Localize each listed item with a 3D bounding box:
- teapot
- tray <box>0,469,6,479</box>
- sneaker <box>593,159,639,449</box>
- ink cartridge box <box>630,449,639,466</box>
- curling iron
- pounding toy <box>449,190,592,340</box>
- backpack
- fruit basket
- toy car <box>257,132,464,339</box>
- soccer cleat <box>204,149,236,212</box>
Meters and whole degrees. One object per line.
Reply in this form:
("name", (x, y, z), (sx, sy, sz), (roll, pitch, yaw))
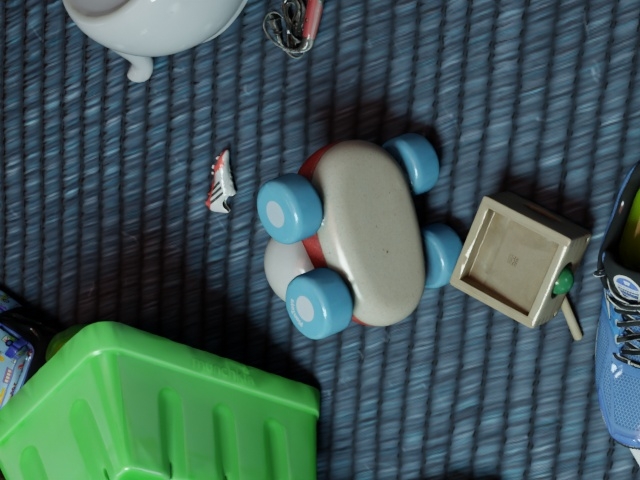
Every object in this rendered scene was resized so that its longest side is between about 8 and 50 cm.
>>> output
("teapot", (-0.157, -0.316, 1.376), (0.256, 0.187, 0.253), (9, 84, 45))
("tray", (-0.457, 0.416, 1.635), (0.411, 0.076, 0.203), (23, 100, 27))
("sneaker", (0.332, 0.059, 1.261), (0.129, 0.147, 0.330), (10, 101, 35))
("ink cartridge box", (0.433, 0.236, 1.349), (0.145, 0.045, 0.179), (-25, 111, 25))
("curling iron", (-0.006, -0.342, 1.384), (0.068, 0.035, 0.274), (22, 110, 16))
("pounding toy", (0.238, 0.033, 1.351), (0.141, 0.100, 0.130), (29, 111, 25))
("backpack", (-0.453, 0.149, 1.639), (0.173, 0.117, 0.158), (33, 111, 15))
("fruit basket", (-0.213, 0.205, 1.473), (0.283, 0.392, 0.392), (-42, 85, 25))
("toy car", (0.000, 0.000, 1.403), (0.238, 0.219, 0.210), (-9, 100, 53))
("soccer cleat", (-0.118, -0.073, 1.499), (0.035, 0.029, 0.083), (20, 112, 8))
